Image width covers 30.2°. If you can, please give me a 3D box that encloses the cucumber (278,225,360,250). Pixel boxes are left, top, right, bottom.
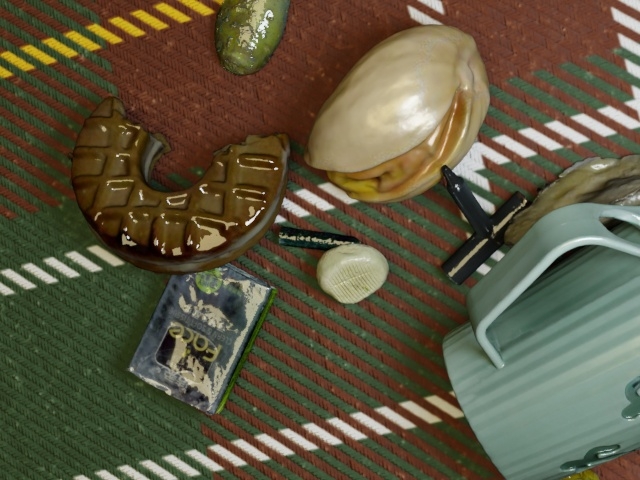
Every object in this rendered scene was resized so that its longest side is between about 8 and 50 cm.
[{"bbox_3d":[0.000,0.000,1.917,0.133,0.032,0.032,7,93,11],"label":"cucumber"}]

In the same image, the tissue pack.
[{"bbox_3d":[-0.193,0.145,1.940,0.173,0.073,0.235,27,95,13],"label":"tissue pack"}]

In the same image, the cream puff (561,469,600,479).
[{"bbox_3d":[0.366,0.402,1.804,0.146,0.116,0.146,0,89,15],"label":"cream puff"}]

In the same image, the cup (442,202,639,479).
[{"bbox_3d":[0.384,0.126,1.690,0.392,0.310,0.401,-29,99,16],"label":"cup"}]

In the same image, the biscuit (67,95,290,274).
[{"bbox_3d":[-0.237,-0.081,1.897,0.366,0.115,0.268,8,72,14],"label":"biscuit"}]

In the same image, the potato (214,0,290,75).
[{"bbox_3d":[-0.114,-0.366,1.925,0.119,0.054,0.197,31,97,13],"label":"potato"}]

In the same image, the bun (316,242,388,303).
[{"bbox_3d":[0.050,0.044,1.879,0.115,0.115,0.069,-24,43,12],"label":"bun"}]

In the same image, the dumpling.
[{"bbox_3d":[0.425,-0.055,1.783,0.332,0.166,0.086,-20,116,0],"label":"dumpling"}]

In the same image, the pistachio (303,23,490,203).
[{"bbox_3d":[0.123,-0.195,1.804,0.309,0.230,0.230,-43,82,14],"label":"pistachio"}]

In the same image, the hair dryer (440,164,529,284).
[{"bbox_3d":[0.215,-0.035,1.805,0.173,0.195,0.050,-48,39,10],"label":"hair dryer"}]
